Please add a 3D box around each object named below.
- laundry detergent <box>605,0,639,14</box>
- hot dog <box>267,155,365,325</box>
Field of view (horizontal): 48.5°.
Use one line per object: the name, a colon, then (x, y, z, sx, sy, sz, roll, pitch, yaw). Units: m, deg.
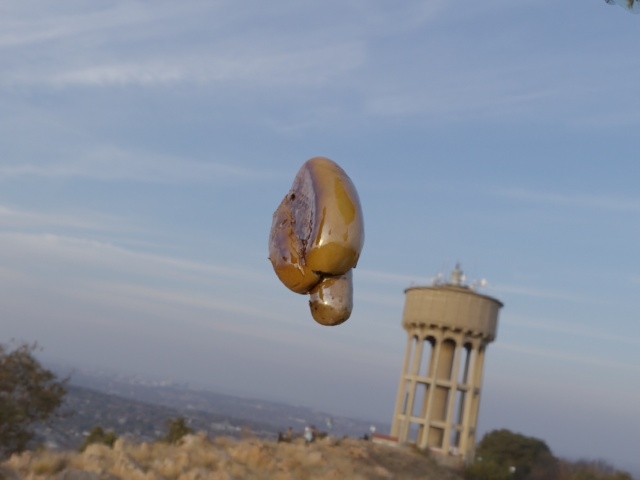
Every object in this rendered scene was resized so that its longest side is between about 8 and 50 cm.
laundry detergent: (0.244, -0.346, 0.528, 0.305, 0.287, 0.287, 42, -5, 16)
hot dog: (0.001, -0.002, 0.553, 0.060, 0.140, 0.090, 29, -60, -26)
